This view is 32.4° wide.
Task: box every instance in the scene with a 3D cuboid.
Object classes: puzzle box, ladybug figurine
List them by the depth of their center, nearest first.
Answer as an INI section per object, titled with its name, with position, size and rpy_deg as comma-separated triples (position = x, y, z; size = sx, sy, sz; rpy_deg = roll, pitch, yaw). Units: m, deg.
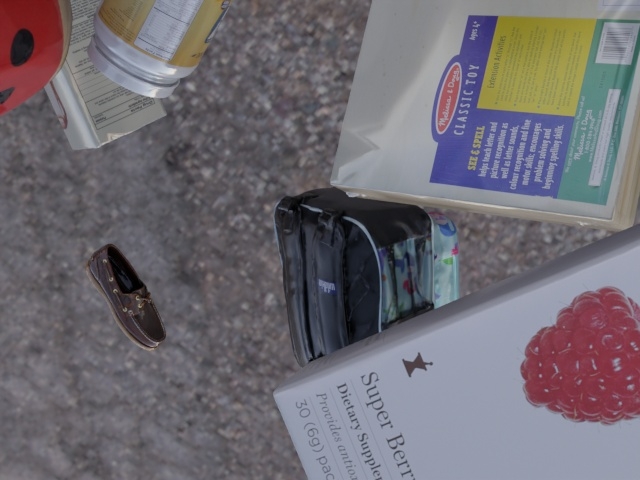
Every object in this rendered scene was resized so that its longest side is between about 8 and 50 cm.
[puzzle box]
position = 0.173, -0.221, 0.958
size = 0.272, 0.409, 0.052
rpy_deg = 10, 173, 34
[ladybug figurine]
position = -0.462, -0.219, 1.315
size = 0.162, 0.449, 0.305
rpy_deg = 51, 133, 1

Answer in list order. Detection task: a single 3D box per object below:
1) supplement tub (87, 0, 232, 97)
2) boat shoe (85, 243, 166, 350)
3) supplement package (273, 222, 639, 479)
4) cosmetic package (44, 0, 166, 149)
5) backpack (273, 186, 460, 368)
[supplement tub]
position = -0.196, -0.295, 1.379
size = 0.144, 0.144, 0.199
rpy_deg = 33, 115, -1
[boat shoe]
position = -0.343, 0.101, 1.977
size = 0.073, 0.073, 0.207
rpy_deg = -36, 91, 34
[supplement package]
position = 0.148, 0.103, 0.651
size = 0.293, 0.175, 0.177
rpy_deg = -24, 86, 5
[cosmetic package]
position = -0.408, -0.321, 1.905
size = 0.129, 0.153, 0.296
rpy_deg = 3, 118, 57
[backpack]
position = 0.055, 0.067, 1.360
size = 0.225, 0.191, 0.253
rpy_deg = 17, 112, 53
